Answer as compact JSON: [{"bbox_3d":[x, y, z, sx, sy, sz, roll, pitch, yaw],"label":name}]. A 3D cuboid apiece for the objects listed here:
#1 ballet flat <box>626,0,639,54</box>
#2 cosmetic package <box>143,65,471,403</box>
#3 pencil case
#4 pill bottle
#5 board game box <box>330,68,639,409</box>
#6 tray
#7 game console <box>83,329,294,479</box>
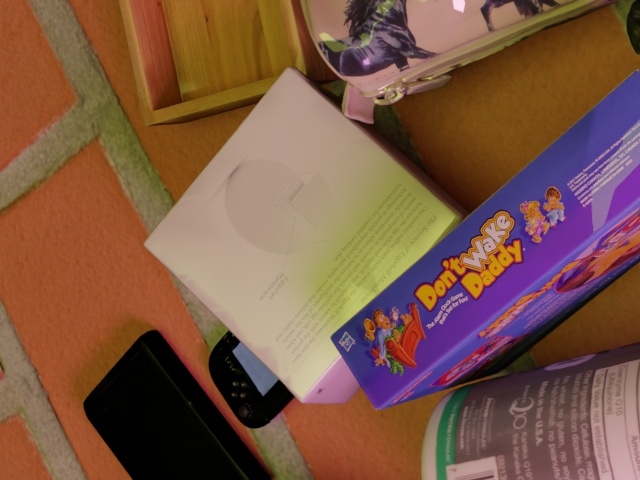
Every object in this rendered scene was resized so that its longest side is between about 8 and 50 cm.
[{"bbox_3d":[0.346,-0.181,1.193,0.173,0.057,0.049,10,134,34],"label":"ballet flat"},{"bbox_3d":[0.000,0.000,1.331,0.224,0.138,0.224,44,99,21],"label":"cosmetic package"},{"bbox_3d":[0.182,-0.246,1.207,0.410,0.160,0.184,-19,78,31],"label":"pencil case"},{"bbox_3d":[0.285,0.186,1.179,0.361,0.204,0.204,-18,87,31],"label":"pill bottle"},{"bbox_3d":[0.201,0.001,1.185,0.347,0.233,0.078,-43,71,27],"label":"board game box"},{"bbox_3d":[-0.122,-0.340,1.426,0.202,0.076,0.411,-12,90,31],"label":"tray"},{"bbox_3d":[-0.096,0.146,1.491,0.213,0.044,0.361,50,117,15],"label":"game console"}]
